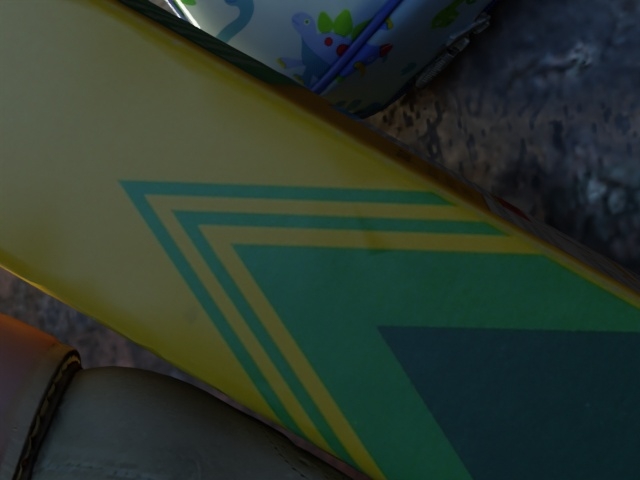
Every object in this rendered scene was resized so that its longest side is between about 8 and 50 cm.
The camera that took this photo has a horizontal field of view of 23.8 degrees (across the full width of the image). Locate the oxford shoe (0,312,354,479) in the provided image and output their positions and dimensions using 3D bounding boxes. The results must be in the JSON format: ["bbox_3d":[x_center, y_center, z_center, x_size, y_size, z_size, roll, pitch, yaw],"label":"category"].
[{"bbox_3d":[-0.064,0.157,0.539,0.147,0.397,0.140,14,66,1],"label":"oxford shoe"}]

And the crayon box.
[{"bbox_3d":[0.000,0.000,0.498,0.323,0.203,0.083,30,96,1],"label":"crayon box"}]

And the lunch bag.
[{"bbox_3d":[-0.005,-0.170,0.637,0.176,0.090,0.219,-46,69,20],"label":"lunch bag"}]
